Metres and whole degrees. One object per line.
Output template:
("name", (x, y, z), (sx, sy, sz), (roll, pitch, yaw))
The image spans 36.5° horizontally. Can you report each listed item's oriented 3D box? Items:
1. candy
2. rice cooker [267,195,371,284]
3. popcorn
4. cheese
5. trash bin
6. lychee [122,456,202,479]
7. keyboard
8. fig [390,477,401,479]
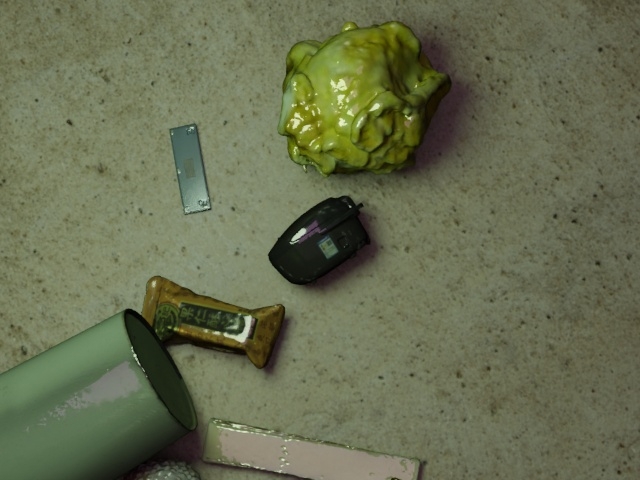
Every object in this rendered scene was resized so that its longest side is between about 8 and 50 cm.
("candy", (-0.211, 0.158, 1.805), (0.271, 0.101, 0.143), (13, 74, 9))
("rice cooker", (0.001, -0.001, 1.807), (0.203, 0.142, 0.118), (-35, 93, -4))
("popcorn", (0.082, -0.251, 1.796), (0.312, 0.312, 0.312), (0, 80, 1))
("cheese", (-0.018, 0.402, 1.788), (0.400, 0.034, 0.085), (10, 77, 2))
("trash bin", (-0.457, 0.326, 1.672), (0.432, 0.280, 0.280), (-30, 80, 0))
("lychee", (-0.292, 0.466, 1.711), (0.197, 0.165, 0.165), (1, 78, -32))
("keyboard", (-0.255, -0.140, 1.900), (0.055, 0.014, 0.176), (-11, 79, 0))
("fig", (0.132, 0.501, 1.712), (0.123, 0.123, 0.156), (-12, 93, -1))
